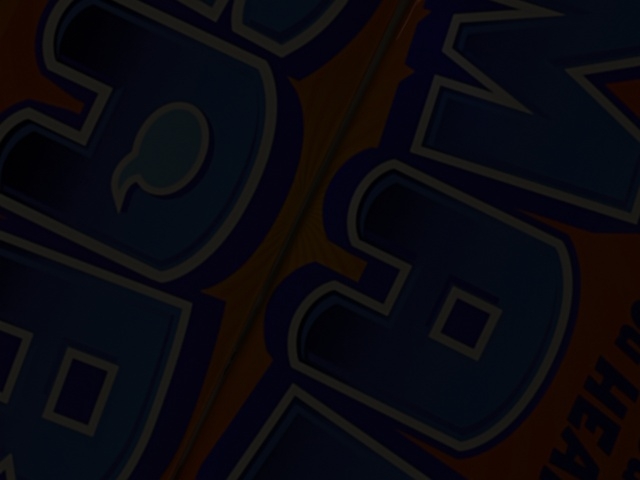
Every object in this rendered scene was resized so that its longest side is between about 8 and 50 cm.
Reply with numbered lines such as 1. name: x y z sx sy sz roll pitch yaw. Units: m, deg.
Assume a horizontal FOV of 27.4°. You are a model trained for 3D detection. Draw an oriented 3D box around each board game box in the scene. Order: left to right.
1. board game box: 0.000 0.000 0.649 0.356 0.356 0.357 42 -107 -87
